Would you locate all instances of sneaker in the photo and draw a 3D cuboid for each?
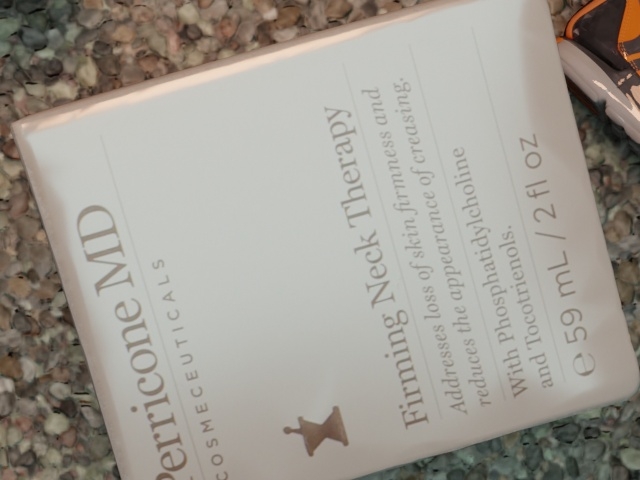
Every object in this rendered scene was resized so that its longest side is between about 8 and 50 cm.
[{"bbox_3d":[0.367,-0.124,1.211,0.180,0.124,0.321,-44,77,6],"label":"sneaker"}]

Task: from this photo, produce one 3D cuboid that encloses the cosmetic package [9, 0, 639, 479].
[{"bbox_3d":[0.000,0.000,1.130,0.394,0.327,0.329,-16,97,-3],"label":"cosmetic package"}]
